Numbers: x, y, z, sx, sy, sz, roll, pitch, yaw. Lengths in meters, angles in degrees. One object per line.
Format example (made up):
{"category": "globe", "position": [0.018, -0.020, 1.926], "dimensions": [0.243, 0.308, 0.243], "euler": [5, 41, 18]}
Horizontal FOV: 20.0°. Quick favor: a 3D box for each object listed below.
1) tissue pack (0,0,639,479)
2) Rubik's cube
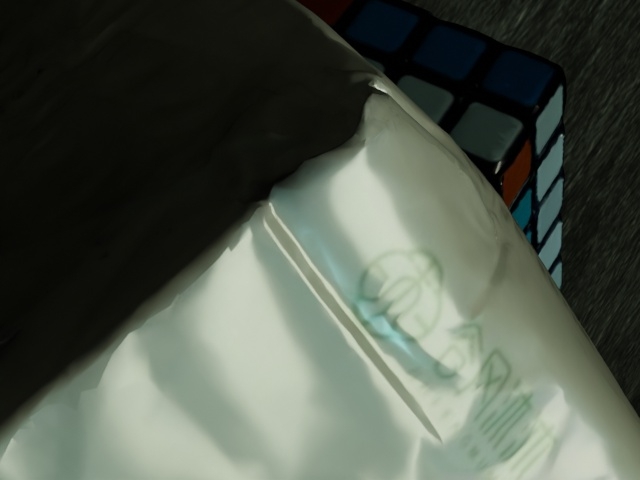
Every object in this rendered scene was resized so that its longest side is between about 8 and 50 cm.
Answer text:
{"category": "tissue pack", "position": [-0.002, 0.086, 0.591], "dimensions": [0.194, 0.266, 0.356], "euler": [-39, 122, -4]}
{"category": "Rubik's cube", "position": [0.000, 0.000, 0.879], "dimensions": [0.182, 0.184, 0.187], "euler": [-53, 155, -27]}
